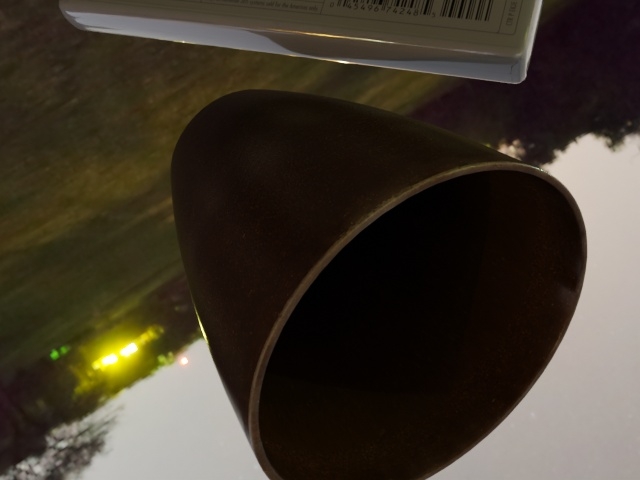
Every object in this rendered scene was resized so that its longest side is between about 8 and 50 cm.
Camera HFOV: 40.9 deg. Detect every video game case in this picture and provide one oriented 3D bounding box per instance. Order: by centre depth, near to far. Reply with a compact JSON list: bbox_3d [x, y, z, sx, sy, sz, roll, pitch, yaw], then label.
[{"bbox_3d":[0.010,-0.265,0.609,0.329,0.300,0.036,11,162,18],"label":"video game case"}]

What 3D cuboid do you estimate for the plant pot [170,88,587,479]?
[{"bbox_3d":[0.000,0.000,0.527,0.215,0.215,0.230,-33,-136,-13],"label":"plant pot"}]
